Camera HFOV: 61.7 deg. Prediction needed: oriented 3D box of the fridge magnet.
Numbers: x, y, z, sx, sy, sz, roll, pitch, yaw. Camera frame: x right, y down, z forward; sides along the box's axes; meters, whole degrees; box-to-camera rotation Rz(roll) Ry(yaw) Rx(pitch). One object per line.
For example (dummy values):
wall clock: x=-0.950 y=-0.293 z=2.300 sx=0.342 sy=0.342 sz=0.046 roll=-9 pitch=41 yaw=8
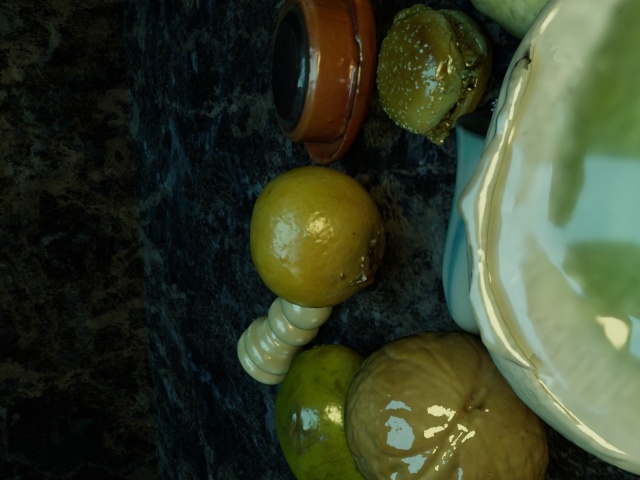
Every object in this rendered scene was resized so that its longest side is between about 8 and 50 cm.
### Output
fridge magnet: x=0.001 y=-0.330 z=1.044 sx=0.363 sy=0.155 sz=0.363 roll=177 pitch=90 yaw=-70

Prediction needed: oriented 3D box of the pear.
pear: x=0.036 y=0.364 z=1.075 sx=0.269 sy=0.269 sz=0.321 roll=-9 pitch=90 yaw=55

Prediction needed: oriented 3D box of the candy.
candy: x=0.309 y=-0.013 z=0.432 sx=0.386 sy=0.186 sz=0.427 roll=31 pitch=103 yaw=25

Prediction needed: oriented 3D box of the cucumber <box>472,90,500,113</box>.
cucumber: x=0.273 y=-0.199 z=0.799 sx=0.181 sy=0.053 sz=0.053 roll=-39 pitch=65 yaw=54

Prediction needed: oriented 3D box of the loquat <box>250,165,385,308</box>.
loquat: x=0.000 y=0.000 z=1.031 sx=0.275 sy=0.275 sz=0.275 roll=15 pitch=109 yaw=53

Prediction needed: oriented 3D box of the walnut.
walnut: x=0.182 y=0.293 z=0.821 sx=0.333 sy=0.333 sz=0.332 roll=15 pitch=109 yaw=53

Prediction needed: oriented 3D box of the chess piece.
chess piece: x=-0.076 y=0.206 z=1.290 sx=0.299 sy=0.167 sz=0.167 roll=-55 pitch=53 yaw=39

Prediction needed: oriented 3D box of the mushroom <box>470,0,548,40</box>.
mushroom: x=0.287 y=-0.364 z=0.544 sx=0.260 sy=0.352 sz=0.352 roll=29 pitch=-133 yaw=-78

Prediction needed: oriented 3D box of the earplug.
earplug: x=0.251 y=-0.003 z=0.767 sx=0.185 sy=0.185 sz=0.324 roll=38 pitch=131 yaw=45

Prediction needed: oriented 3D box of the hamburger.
hamburger: x=0.166 y=-0.278 z=0.870 sx=0.189 sy=0.122 sz=0.215 roll=-57 pitch=48 yaw=48
